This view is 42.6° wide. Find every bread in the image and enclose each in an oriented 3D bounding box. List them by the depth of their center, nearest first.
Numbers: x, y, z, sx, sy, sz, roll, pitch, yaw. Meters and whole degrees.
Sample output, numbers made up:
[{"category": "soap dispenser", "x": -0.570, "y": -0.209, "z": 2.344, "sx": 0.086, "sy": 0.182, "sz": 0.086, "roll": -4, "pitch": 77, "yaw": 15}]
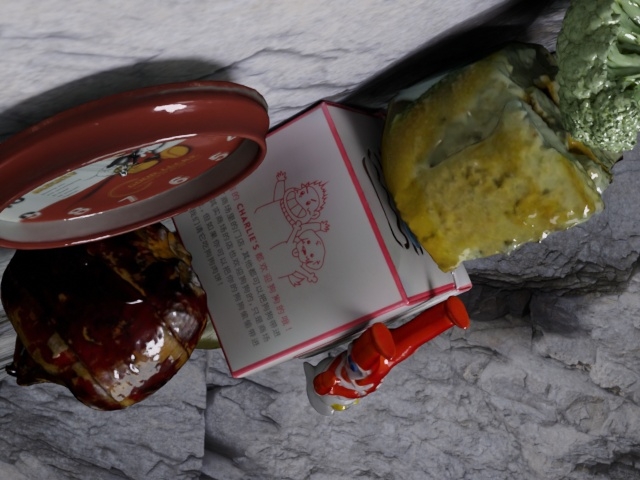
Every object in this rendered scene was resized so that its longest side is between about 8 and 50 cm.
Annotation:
[{"category": "bread", "x": 0.256, "y": -0.151, "z": 1.165, "sx": 0.239, "sy": 0.264, "sz": 0.395, "roll": -30, "pitch": -174, "yaw": 34}]

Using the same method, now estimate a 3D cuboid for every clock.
[{"category": "clock", "x": -0.201, "y": -0.079, "z": 0.831, "sx": 0.318, "sy": 0.080, "sz": 0.318, "roll": -20, "pitch": 172, "yaw": -3}]

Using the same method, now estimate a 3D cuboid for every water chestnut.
[{"category": "water chestnut", "x": -0.298, "y": 0.093, "z": 1.120, "sx": 0.289, "sy": 0.289, "sz": 0.244, "roll": -19, "pitch": 155, "yaw": -42}]

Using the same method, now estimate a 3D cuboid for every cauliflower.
[{"category": "cauliflower", "x": 0.419, "y": -0.234, "z": 0.989, "sx": 0.272, "sy": 0.250, "sz": 0.275, "roll": -25, "pitch": 143, "yaw": -60}]

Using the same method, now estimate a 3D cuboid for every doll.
[{"category": "doll", "x": 0.067, "y": 0.184, "z": 1.229, "sx": 0.188, "sy": 0.099, "sz": 0.384, "roll": -17, "pitch": 166, "yaw": -26}]

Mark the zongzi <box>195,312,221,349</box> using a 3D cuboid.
[{"category": "zongzi", "x": -0.282, "y": 0.152, "z": 1.669, "sx": 0.418, "sy": 0.181, "sz": 0.447, "roll": 16, "pitch": -178, "yaw": 11}]

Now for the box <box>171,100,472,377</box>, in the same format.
[{"category": "box", "x": 0.000, "y": 0.000, "z": 1.247, "sx": 0.312, "sy": 0.314, "sz": 0.300, "roll": -26, "pitch": 172, "yaw": 24}]

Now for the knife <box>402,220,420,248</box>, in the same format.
[{"category": "knife", "x": 0.135, "y": -0.104, "z": 1.207, "sx": 0.019, "sy": 0.044, "sz": 0.313, "roll": -42, "pitch": -152, "yaw": 38}]

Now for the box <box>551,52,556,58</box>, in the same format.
[{"category": "box", "x": 0.445, "y": -0.253, "z": 1.455, "sx": 0.259, "sy": 0.168, "sz": 0.071, "roll": -22, "pitch": 176, "yaw": -27}]

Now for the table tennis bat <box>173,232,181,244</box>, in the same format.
[{"category": "table tennis bat", "x": -0.187, "y": -0.038, "z": 1.590, "sx": 0.310, "sy": 0.038, "sz": 0.200, "roll": -26, "pitch": 175, "yaw": -10}]
